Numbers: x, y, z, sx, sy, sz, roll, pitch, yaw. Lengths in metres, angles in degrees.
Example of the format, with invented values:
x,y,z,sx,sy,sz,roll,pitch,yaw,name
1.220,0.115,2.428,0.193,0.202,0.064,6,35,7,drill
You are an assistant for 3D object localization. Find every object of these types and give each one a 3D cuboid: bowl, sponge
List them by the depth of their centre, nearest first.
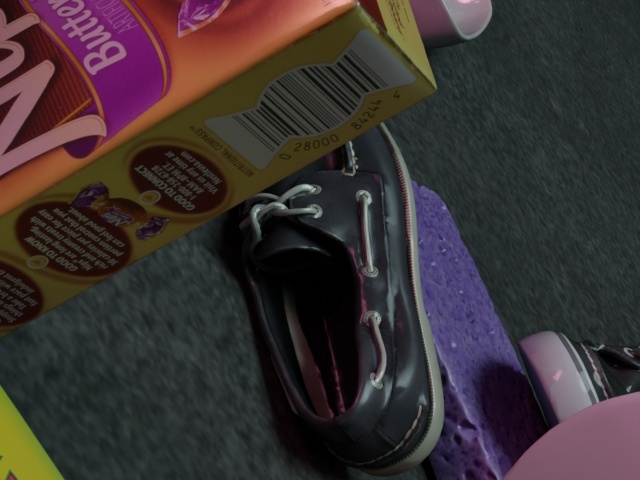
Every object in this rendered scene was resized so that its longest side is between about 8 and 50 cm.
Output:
x,y,z,sx,sy,sz,roll,pitch,yaw,name
0.067,0.059,0.916,0.117,0.031,0.210,20,42,-60,sponge
0.055,-0.189,1.181,0.142,0.053,0.142,62,21,-8,bowl

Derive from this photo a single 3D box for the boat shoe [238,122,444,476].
x,y,z,sx,sy,sz,roll,pitch,yaw,name
0.000,0.000,0.789,0.065,0.075,0.206,30,39,-56,boat shoe

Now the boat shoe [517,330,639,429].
x,y,z,sx,sy,sz,roll,pitch,yaw,name
0.158,0.088,0.942,0.228,0.076,0.080,51,16,-65,boat shoe

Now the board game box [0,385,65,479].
x,y,z,sx,sy,sz,roll,pitch,yaw,name
-0.096,0.097,0.484,0.181,0.043,0.092,57,21,-5,board game box

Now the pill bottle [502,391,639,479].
x,y,z,sx,sy,sz,roll,pitch,yaw,name
0.222,0.181,0.852,0.361,0.204,0.204,23,41,-56,pill bottle

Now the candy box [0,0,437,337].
x,y,z,sx,sy,sz,roll,pitch,yaw,name
-0.067,-0.050,0.549,0.053,0.187,0.109,39,28,-48,candy box
